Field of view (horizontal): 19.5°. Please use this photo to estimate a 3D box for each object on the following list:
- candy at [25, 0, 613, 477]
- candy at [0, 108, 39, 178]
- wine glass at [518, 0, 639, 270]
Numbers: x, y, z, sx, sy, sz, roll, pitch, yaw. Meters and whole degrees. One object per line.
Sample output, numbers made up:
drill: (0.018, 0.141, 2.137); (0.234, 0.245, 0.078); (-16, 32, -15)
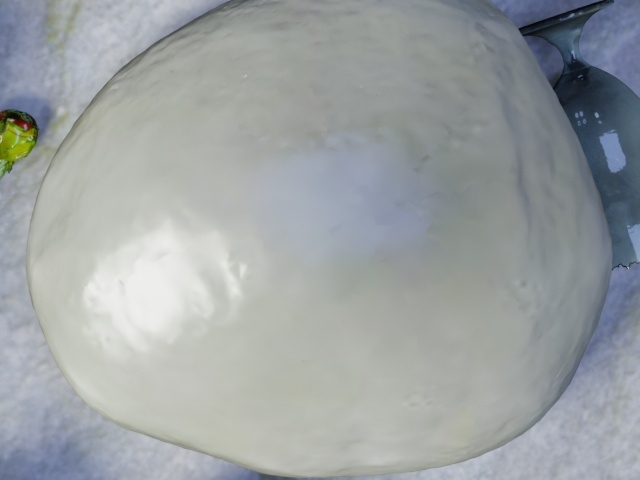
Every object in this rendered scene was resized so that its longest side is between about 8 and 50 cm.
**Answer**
candy: (0.000, 0.000, 1.362); (0.427, 0.186, 0.386); (-13, 98, -7)
candy: (-0.246, -0.041, 1.373); (0.035, 0.035, 0.123); (26, 95, -26)
wine glass: (0.216, -0.080, 1.455); (0.093, 0.093, 0.202); (-21, 95, -13)
